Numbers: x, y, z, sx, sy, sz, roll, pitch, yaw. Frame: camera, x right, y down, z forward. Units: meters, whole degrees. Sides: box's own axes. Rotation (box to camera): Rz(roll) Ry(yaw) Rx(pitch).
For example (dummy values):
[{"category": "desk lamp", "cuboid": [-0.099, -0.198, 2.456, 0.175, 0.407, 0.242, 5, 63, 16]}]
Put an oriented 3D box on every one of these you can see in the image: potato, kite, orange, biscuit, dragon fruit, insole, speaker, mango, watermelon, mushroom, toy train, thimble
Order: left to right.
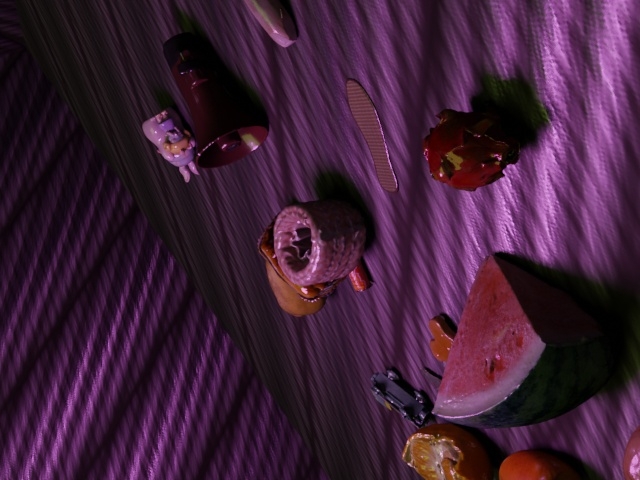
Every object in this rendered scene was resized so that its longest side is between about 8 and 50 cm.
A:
[{"category": "speaker", "cuboid": [-0.267, -0.357, 1.842, 0.259, 0.198, 0.329, 13, -132, -63]}, {"category": "mushroom", "cuboid": [-0.119, -0.474, 1.401, 0.084, 0.071, 0.209, -26, 104, 34]}, {"category": "potato", "cuboid": [-0.066, 0.109, 1.992, 0.197, 0.148, 0.228, 1, 125, 48]}, {"category": "thimble", "cuboid": [-0.004, -0.003, 1.669, 0.195, 0.148, 0.229, 65, 147, 22]}, {"category": "insole", "cuboid": [0.103, -0.201, 1.407, 0.086, 0.005, 0.253, 20, 139, 56]}, {"category": "toy train", "cuboid": [0.225, 0.439, 1.957, 0.200, 0.083, 0.132, 37, 162, 39]}, {"category": "orange", "cuboid": [0.330, 0.546, 1.770, 0.237, 0.159, 0.179, 14, 130, 58]}, {"category": "kite", "cuboid": [0.321, 0.354, 1.719, 0.229, 0.012, 0.250, 22, 140, 49]}, {"category": "dragon fruit", "cuboid": [0.224, -0.136, 1.083, 0.166, 0.133, 0.136, 20, 132, 58]}, {"category": "biscuit", "cuboid": [0.328, 0.267, 1.554, 0.240, 0.035, 0.158, 41, 156, 33]}, {"category": "watermelon", "cuboid": [0.314, 0.190, 1.204, 0.292, 0.250, 0.283, 44, 150, 21]}, {"category": "mango", "cuboid": [0.460, 0.523, 1.523, 0.154, 0.126, 0.252, 42, 163, 6]}]

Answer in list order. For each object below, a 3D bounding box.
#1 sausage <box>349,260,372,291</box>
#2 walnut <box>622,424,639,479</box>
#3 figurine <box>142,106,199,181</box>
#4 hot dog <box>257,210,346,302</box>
[{"category": "sausage", "cuboid": [0.081, 0.055, 1.757, 0.050, 0.048, 0.145, 15, 132, 62]}, {"category": "walnut", "cuboid": [0.545, 0.348, 1.091, 0.167, 0.149, 0.166, 11, 118, 21]}, {"category": "figurine", "cuboid": [-0.455, -0.301, 2.274, 0.155, 0.127, 0.235, -10, 118, 56]}, {"category": "hot dog", "cuboid": [-0.049, 0.038, 1.839, 0.270, 0.163, 0.082, 47, 172, 22]}]
